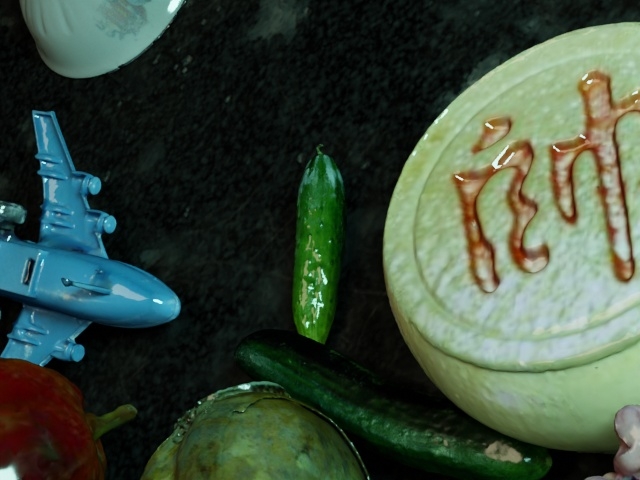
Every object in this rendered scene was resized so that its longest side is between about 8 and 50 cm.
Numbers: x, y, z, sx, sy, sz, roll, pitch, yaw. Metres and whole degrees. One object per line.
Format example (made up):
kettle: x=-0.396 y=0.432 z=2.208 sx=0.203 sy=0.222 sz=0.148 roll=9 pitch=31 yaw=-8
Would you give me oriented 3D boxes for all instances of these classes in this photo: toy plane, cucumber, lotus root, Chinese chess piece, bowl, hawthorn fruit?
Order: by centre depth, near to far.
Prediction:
Chinese chess piece: x=0.169 y=-0.003 z=1.191 sx=0.270 sy=0.112 sz=0.270 roll=-19 pitch=47 yaw=21
lotus root: x=-0.032 y=0.217 z=1.218 sx=0.152 sy=0.160 sz=0.275 roll=-52 pitch=38 yaw=42
cucumber: x=0.035 y=0.108 z=1.295 sx=0.284 sy=0.056 sz=0.056 roll=18 pitch=77 yaw=43
hawthorn fruit: x=-0.250 y=0.174 z=1.393 sx=0.261 sy=0.224 sz=0.224 roll=-32 pitch=46 yaw=0
cucumber: x=0.000 y=0.000 z=1.402 sx=0.039 sy=0.039 sz=0.168 roll=-15 pitch=58 yaw=33
toy plane: x=-0.214 y=0.026 z=1.524 sx=0.271 sy=0.105 sz=0.254 roll=10 pitch=86 yaw=47
bowl: x=-0.196 y=-0.236 z=1.674 sx=0.189 sy=0.086 sz=0.189 roll=-19 pitch=55 yaw=30

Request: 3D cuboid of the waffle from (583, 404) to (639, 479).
waffle: x=0.234 y=0.192 z=1.038 sx=0.234 sy=0.055 sz=0.221 roll=10 pitch=89 yaw=26
